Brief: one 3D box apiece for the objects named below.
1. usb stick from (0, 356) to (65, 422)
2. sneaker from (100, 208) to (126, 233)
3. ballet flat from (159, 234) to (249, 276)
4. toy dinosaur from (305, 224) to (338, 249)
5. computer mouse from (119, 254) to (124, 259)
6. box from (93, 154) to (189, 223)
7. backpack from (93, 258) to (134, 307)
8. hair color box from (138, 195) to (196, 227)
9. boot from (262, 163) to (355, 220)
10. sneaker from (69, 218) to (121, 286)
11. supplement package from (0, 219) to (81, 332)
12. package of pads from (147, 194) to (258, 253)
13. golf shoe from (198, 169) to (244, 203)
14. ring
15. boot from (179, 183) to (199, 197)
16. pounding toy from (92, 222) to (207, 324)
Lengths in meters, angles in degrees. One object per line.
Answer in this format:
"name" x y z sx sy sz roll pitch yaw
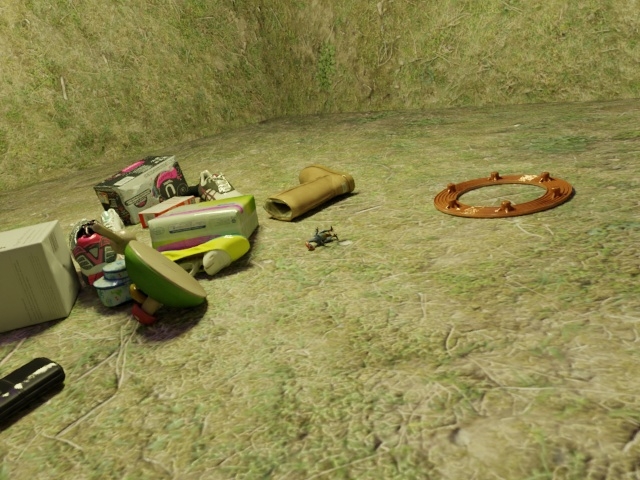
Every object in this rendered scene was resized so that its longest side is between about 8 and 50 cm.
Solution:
"usb stick" -0.503 0.258 0.816 0.077 0.045 0.278 9 26 28
"sneaker" -0.619 -0.038 1.648 0.080 0.094 0.212 -14 19 -14
"ballet flat" -0.271 0.050 1.268 0.231 0.077 0.077 -12 40 5
"toy dinosaur" 0.000 0.000 1.327 0.082 0.047 0.090 -25 -11 -13
"computer mouse" -0.483 0.072 1.345 0.106 0.042 0.193 -32 32 -32
"box" -0.602 -0.175 1.912 0.163 0.142 0.247 6 36 39
"backpack" -0.423 0.087 1.203 0.114 0.084 0.105 -27 22 -32
"hair color box" -0.484 -0.092 1.796 0.093 0.053 0.167 0 23 31
"boot" -0.064 -0.148 1.679 0.269 0.089 0.236 -27 25 -37
"sneaker" -0.539 -0.002 1.341 0.121 0.112 0.299 -25 28 -23
"supplement package" -0.698 0.089 1.200 0.293 0.175 0.177 -14 20 -9
"package of pads" -0.291 -0.039 1.429 0.229 0.101 0.296 -9 10 3
"golf shoe" -0.315 -0.148 1.766 0.105 0.120 0.273 -22 23 -34
"ring" 0.455 -0.126 1.424 0.337 0.032 0.336 -10 18 3
"boot" -0.479 -0.170 2.029 0.121 0.045 0.099 0 21 39
"pounding toy" -0.347 0.081 1.095 0.110 0.237 0.183 -53 -1 -2
